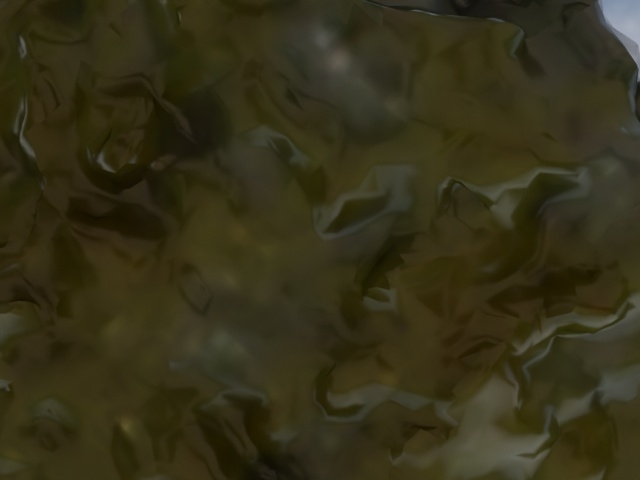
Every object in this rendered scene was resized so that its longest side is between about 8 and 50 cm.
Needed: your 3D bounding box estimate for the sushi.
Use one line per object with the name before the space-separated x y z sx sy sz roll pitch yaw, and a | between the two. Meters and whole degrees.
sushi | 0.000 0.000 0.516 0.351 0.396 0.240 42 -84 9
